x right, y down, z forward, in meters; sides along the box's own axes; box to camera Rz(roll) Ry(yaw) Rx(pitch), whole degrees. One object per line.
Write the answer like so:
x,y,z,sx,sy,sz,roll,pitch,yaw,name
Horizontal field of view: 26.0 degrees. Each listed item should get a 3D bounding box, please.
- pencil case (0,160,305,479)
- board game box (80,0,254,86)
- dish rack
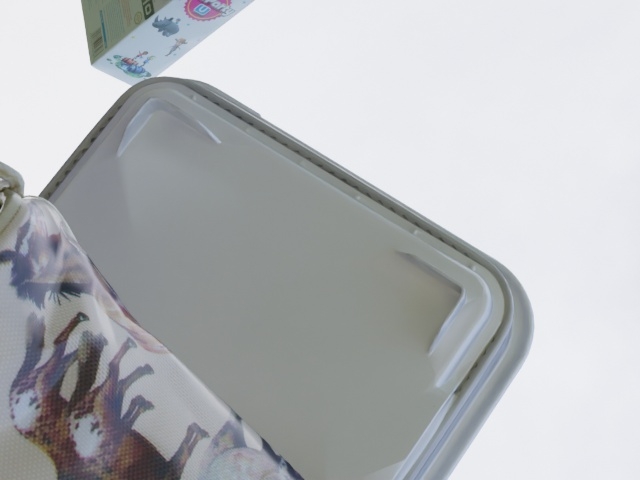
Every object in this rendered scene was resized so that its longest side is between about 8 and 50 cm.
-0.060,0.153,0.645,0.183,0.410,0.160,-51,-167,-28,pencil case
-0.173,-0.369,1.760,0.303,0.097,0.224,-33,-126,29,board game box
-0.062,0.054,0.864,0.333,0.072,0.285,32,-106,15,dish rack
